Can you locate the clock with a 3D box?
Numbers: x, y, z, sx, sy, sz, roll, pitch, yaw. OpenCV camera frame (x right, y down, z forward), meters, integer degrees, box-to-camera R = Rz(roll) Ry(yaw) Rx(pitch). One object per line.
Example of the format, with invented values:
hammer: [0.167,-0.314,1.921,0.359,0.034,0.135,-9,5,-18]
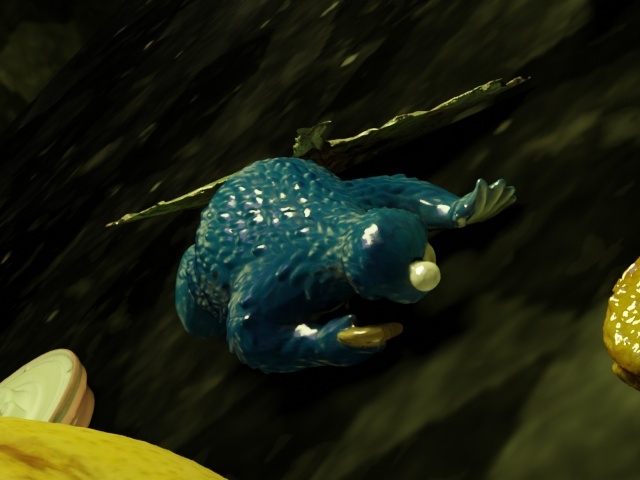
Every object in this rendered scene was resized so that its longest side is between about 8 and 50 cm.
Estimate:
clock: [-0.282,0.184,1.351,0.244,0.056,0.244,-37,19,15]

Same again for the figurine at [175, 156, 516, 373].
figurine: [-0.008,0.005,1.073,0.262,0.121,0.164,-14,30,52]

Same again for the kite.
kite: [0.000,-0.065,1.223,0.322,0.013,0.268,-20,-4,3]

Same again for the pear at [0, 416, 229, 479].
pear: [-0.115,0.207,0.572,0.314,0.314,0.314,-38,19,15]

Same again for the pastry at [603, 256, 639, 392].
pastry: [0.177,0.032,0.731,0.109,0.057,0.097,-29,25,40]
